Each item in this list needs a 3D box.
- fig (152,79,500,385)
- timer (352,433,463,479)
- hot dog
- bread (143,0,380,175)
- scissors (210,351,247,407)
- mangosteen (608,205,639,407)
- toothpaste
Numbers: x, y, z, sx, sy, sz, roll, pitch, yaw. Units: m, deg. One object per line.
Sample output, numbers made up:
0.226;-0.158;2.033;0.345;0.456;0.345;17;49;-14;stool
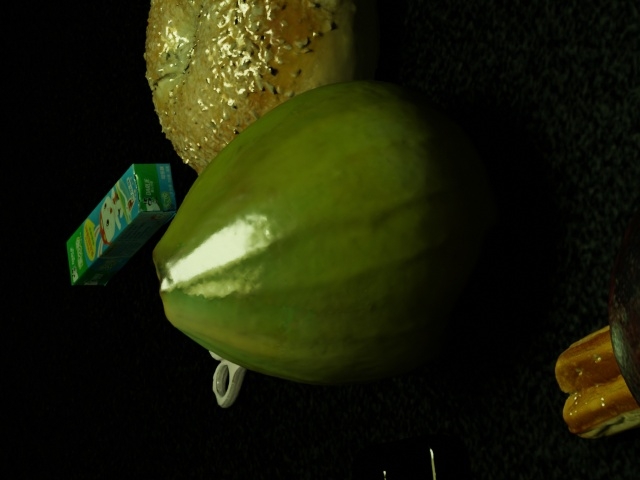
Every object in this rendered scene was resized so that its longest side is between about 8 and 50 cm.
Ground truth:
0.000;0.000;1.223;0.239;0.271;0.239;167;90;-68;fig
0.070;0.259;1.314;0.144;0.055;0.187;-26;66;61;timer
0.212;0.085;1.051;0.165;0.045;0.071;-34;58;58;hot dog
-0.067;-0.178;1.476;0.305;0.158;0.305;1;92;62;bread
-0.071;0.110;1.635;0.189;0.015;0.100;-30;61;58;scissors
0.257;0.046;0.782;0.216;0.216;0.216;-2;87;63;mangosteen
-0.244;-0.015;1.933;0.266;0.050;0.065;-38;59;57;toothpaste
